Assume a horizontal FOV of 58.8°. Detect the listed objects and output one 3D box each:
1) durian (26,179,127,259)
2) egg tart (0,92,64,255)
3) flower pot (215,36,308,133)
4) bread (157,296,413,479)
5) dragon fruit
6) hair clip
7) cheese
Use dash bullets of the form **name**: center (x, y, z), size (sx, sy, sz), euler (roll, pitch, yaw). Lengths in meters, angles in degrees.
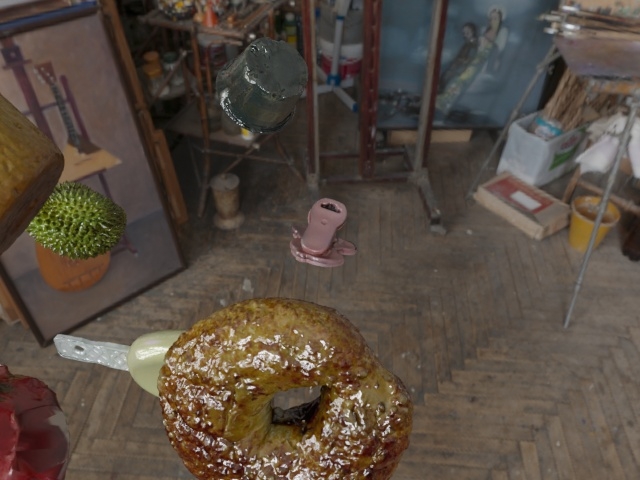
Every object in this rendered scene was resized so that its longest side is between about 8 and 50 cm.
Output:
- **durian**: center (-0.458, -0.033, 1.060), size (0.159, 0.198, 0.146), euler (22, 92, 23)
- **egg tart**: center (-0.349, -0.062, 0.540), size (0.147, 0.202, 0.202), euler (36, 43, -15)
- **flower pot**: center (-0.094, -0.283, 1.007), size (0.157, 0.107, 0.157), euler (11, 66, -26)
- **bread**: center (-0.029, 0.128, 0.418), size (0.193, 0.193, 0.064), euler (8, 24, 6)
- **dragon fruit**: center (-0.410, 0.254, 0.694), size (0.189, 0.163, 0.262), euler (-12, 59, -12)
- **hair clip**: center (-0.001, 0.008, 0.971), size (0.123, 0.102, 0.138), euler (13, 50, 6)
- **cheese**: center (-0.203, 0.146, 0.680), size (0.251, 0.127, 0.054), euler (8, 39, 11)
